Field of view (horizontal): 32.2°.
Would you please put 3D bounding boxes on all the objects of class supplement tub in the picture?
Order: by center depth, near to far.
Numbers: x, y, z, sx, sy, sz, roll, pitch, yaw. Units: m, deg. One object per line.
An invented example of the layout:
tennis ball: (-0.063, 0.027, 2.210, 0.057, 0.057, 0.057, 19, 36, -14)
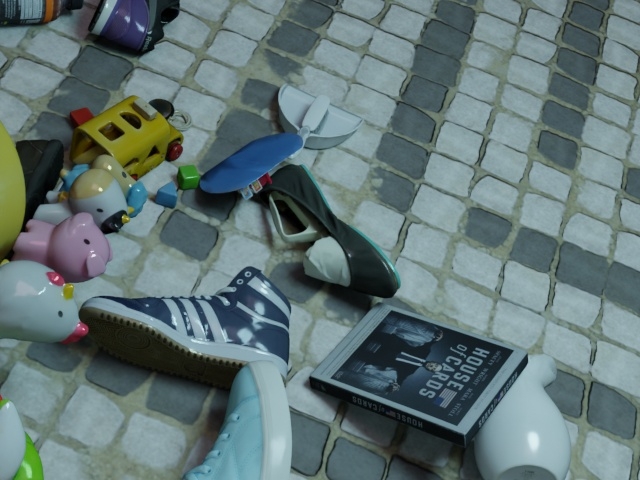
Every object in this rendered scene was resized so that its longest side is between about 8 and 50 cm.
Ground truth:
supplement tub: (-0.480, -0.397, 1.762, 0.198, 0.106, 0.106, -10, 56, -26)

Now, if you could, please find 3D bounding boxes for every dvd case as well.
dvd case: (0.132, 0.174, 1.491, 0.239, 0.029, 0.179, 16, 42, 31)

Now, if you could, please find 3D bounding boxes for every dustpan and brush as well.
dustpan and brush: (-0.019, -0.181, 1.772, 0.147, 0.060, 0.211, 25, 48, 2)

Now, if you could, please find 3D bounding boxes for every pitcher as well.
pitcher: (0.241, 0.244, 1.487, 0.178, 0.125, 0.207, 3, 39, 1)

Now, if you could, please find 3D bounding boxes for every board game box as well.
board game box: (-0.099, -0.105, 1.666, 0.169, 0.033, 0.133, -37, 28, -25)

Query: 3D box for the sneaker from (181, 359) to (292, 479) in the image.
sneaker: (-0.122, 0.296, 1.287, 0.150, 0.135, 0.365, 13, 54, -13)

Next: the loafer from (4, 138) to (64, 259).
loafer: (-0.424, -0.060, 1.534, 0.078, 0.080, 0.220, 12, 44, 3)

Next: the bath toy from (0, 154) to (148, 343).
bath toy: (-0.316, 0.013, 1.400, 0.129, 0.151, 0.348, 26, 28, -9)

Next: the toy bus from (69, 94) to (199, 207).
toy bus: (-0.271, -0.160, 1.641, 0.191, 0.104, 0.202, 4, 52, -16)

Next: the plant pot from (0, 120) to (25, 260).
plant pot: (-0.527, -0.053, 1.322, 0.254, 0.254, 0.239, 39, 27, 14)

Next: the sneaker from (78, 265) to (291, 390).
sneaker: (-0.169, 0.096, 1.469, 0.282, 0.099, 0.153, 19, 53, -11)

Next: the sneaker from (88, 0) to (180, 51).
sneaker: (-0.293, -0.420, 1.867, 0.124, 0.107, 0.283, 26, 51, -17)

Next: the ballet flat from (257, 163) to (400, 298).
ballet flat: (0.000, 0.000, 1.621, 0.096, 0.095, 0.280, -26, 53, -22)

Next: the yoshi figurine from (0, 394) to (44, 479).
yoshi figurine: (-0.431, 0.219, 1.245, 0.203, 0.203, 0.362, -26, 61, -11)
